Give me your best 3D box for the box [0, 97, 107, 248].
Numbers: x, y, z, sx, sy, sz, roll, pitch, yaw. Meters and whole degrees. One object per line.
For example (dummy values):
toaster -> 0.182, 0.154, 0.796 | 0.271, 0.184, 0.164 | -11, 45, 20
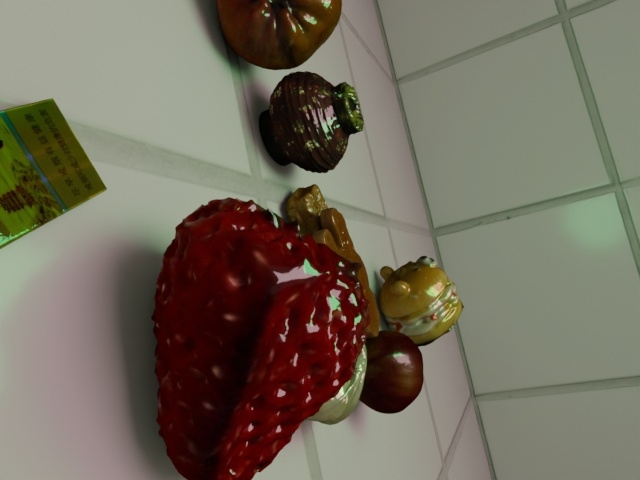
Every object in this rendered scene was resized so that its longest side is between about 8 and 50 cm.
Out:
box -> -0.325, -0.069, 0.475 | 0.121, 0.030, 0.193 | 66, 25, -20

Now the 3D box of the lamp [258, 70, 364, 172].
lamp -> -0.018, -0.277, 1.066 | 0.247, 0.247, 0.247 | 46, 36, -49

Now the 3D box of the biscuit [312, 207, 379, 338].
biscuit -> 0.062, 0.089, 1.046 | 0.334, 0.047, 0.202 | 63, 24, -29

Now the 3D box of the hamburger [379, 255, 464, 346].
hamburger -> 0.314, 0.182, 1.511 | 0.237, 0.276, 0.276 | 55, 28, -14

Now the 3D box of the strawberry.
strawberry -> -0.101, 0.141, 0.620 | 0.345, 0.295, 0.317 | -66, 166, -7

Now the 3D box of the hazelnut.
hazelnut -> 0.142, 0.317, 1.113 | 0.208, 0.208, 0.208 | 46, 36, -49

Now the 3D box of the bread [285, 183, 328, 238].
bread -> 0.001, -0.001, 1.119 | 0.271, 0.077, 0.139 | 66, 24, -22

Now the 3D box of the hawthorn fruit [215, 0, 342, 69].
hawthorn fruit -> -0.096, -0.530, 1.013 | 0.277, 0.277, 0.298 | 62, 3, -28

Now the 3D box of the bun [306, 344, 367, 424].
bun -> 0.010, 0.233, 0.892 | 0.259, 0.160, 0.259 | -14, 90, -70
